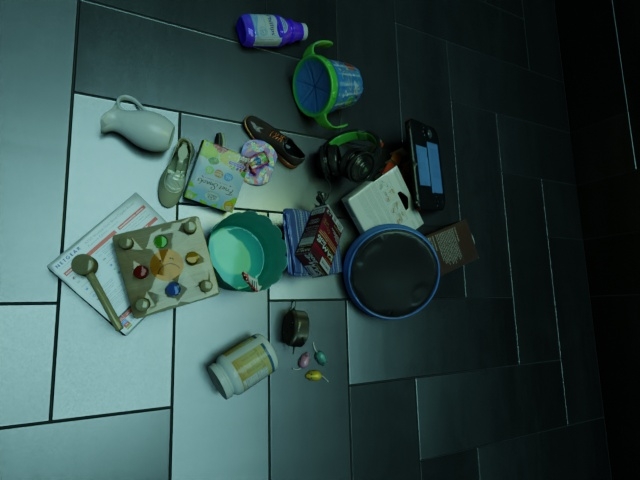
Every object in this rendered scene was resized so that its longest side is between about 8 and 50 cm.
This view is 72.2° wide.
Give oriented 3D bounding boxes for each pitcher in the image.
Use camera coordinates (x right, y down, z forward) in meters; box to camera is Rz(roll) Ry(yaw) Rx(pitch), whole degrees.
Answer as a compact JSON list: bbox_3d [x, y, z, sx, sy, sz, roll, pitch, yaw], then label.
[{"bbox_3d":[-0.586,-0.390,1.443,0.207,0.125,0.178,17,58,-14],"label":"pitcher"}]

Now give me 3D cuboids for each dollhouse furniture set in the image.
[{"bbox_3d":[0.292,-0.300,1.887,0.259,0.135,0.262,39,66,-18],"label":"dollhouse furniture set"}]

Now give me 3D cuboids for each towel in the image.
[{"bbox_3d":[-0.027,0.012,1.641,0.336,0.040,0.244,4,77,-57],"label":"towel"}]

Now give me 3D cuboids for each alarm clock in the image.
[{"bbox_3d":[-0.094,0.300,1.587,0.064,0.129,0.192,14,47,-23],"label":"alarm clock"}]

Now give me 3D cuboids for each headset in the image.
[{"bbox_3d":[0.094,-0.283,1.737,0.394,0.243,0.185,-56,144,-30],"label":"headset"}]

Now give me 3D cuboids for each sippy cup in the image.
[{"bbox_3d":[0.044,-0.623,1.771,0.224,0.306,0.240,-18,46,-40],"label":"sippy cup"}]

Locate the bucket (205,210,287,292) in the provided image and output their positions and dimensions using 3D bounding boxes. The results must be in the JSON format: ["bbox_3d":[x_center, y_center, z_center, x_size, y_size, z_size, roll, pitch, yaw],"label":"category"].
[{"bbox_3d":[-0.267,0.046,1.496,0.281,0.183,0.282,5,79,-28],"label":"bucket"}]

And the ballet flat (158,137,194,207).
[{"bbox_3d":[-0.485,-0.235,1.483,0.086,0.086,0.249,18,74,-25],"label":"ballet flat"}]

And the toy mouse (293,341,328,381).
[{"bbox_3d":[-0.025,0.453,1.644,0.160,0.031,0.143,13,75,-26],"label":"toy mouse"}]

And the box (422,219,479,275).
[{"bbox_3d":[0.506,0.054,1.944,0.381,0.143,0.191,-18,90,-28],"label":"box"}]

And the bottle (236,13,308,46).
[{"bbox_3d":[-0.185,-0.831,1.742,0.282,0.092,0.118,-14,87,-30],"label":"bottle"}]

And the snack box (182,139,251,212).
[{"bbox_3d":[-0.359,-0.220,1.524,0.174,0.070,0.207,18,93,-25],"label":"snack box"}]

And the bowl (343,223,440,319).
[{"bbox_3d":[0.285,0.129,1.745,0.390,0.077,0.392,0,95,-3],"label":"bowl"}]

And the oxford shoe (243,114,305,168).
[{"bbox_3d":[-0.168,-0.390,1.672,0.271,0.098,0.097,36,67,-19],"label":"oxford shoe"}]

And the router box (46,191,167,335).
[{"bbox_3d":[-0.593,0.071,1.370,0.301,0.082,0.335,48,63,-13],"label":"router box"}]

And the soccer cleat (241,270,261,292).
[{"bbox_3d":[-0.218,0.127,1.388,0.035,0.029,0.083,-46,108,-36],"label":"soccer cleat"}]

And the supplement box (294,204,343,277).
[{"bbox_3d":[0.000,0.000,1.582,0.130,0.073,0.240,54,40,-34],"label":"supplement box"}]

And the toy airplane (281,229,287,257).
[{"bbox_3d":[-0.124,0.025,1.665,0.151,0.028,0.151,5,79,-27],"label":"toy airplane"}]

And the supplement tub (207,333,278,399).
[{"bbox_3d":[-0.256,0.418,1.459,0.199,0.144,0.144,-28,95,-29],"label":"supplement tub"}]

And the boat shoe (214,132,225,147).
[{"bbox_3d":[-0.374,-0.317,1.572,0.049,0.056,0.152,7,78,-33],"label":"boat shoe"}]

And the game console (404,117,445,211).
[{"bbox_3d":[0.466,-0.320,1.929,0.342,0.060,0.387,-7,90,-61],"label":"game console"}]

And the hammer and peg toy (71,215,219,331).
[{"bbox_3d":[-0.502,0.096,1.288,0.361,0.127,0.266,-16,89,-18],"label":"hammer and peg toy"}]

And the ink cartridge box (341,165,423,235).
[{"bbox_3d":[0.263,-0.118,1.818,0.261,0.066,0.296,-37,112,-16],"label":"ink cartridge box"}]

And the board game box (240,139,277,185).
[{"bbox_3d":[-0.233,-0.288,1.626,0.133,0.033,0.169,17,92,-18],"label":"board game box"}]
